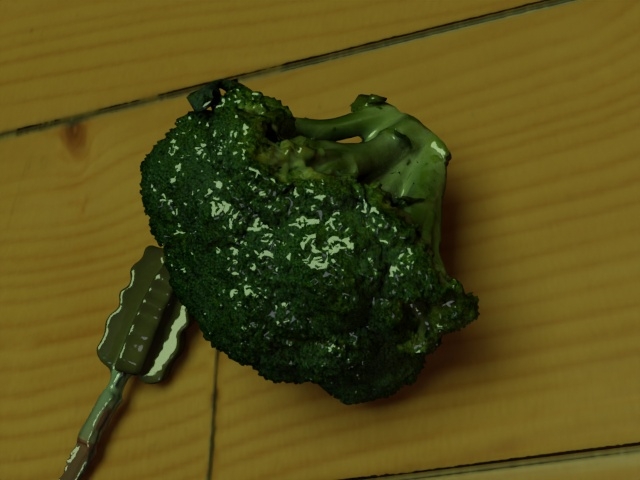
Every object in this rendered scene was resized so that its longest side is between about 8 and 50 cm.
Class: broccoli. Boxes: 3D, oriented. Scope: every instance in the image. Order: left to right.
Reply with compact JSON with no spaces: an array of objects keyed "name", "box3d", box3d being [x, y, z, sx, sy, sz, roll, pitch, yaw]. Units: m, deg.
[{"name":"broccoli","box3d":[0.000,0.000,1.323,0.321,0.304,0.283,40,60,15]}]

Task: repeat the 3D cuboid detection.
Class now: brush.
[{"name":"brush","box3d":[-0.200,0.147,1.462,0.084,0.071,0.301,15,77,49]}]
